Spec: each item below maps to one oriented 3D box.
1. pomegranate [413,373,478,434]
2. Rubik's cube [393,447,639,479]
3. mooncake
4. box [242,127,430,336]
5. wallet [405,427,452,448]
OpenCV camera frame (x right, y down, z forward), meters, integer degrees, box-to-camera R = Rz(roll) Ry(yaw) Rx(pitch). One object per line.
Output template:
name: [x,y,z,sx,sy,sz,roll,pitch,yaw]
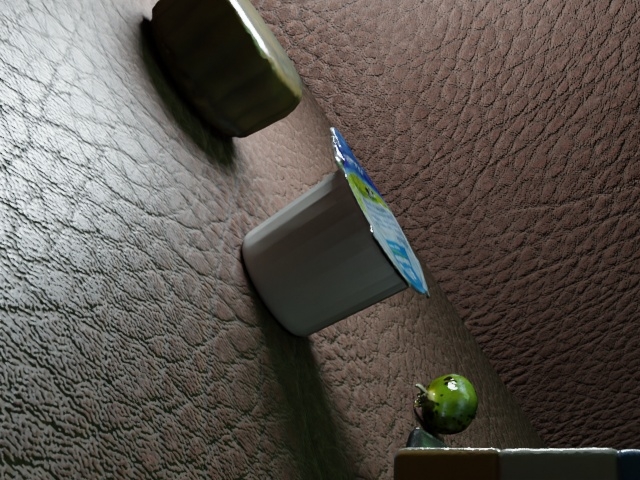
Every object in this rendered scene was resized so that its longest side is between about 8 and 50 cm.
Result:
pomegranate: [0.240,0.320,1.798,0.161,0.122,0.122,21,31,-27]
Rubik's cube: [0.283,0.405,0.951,0.346,0.347,0.344,37,50,-57]
mooncake: [-0.162,-0.320,1.567,0.290,0.161,0.290,55,11,-16]
box: [0.000,0.000,1.352,0.291,0.206,0.262,62,11,16]
wallet: [0.147,0.367,1.189,0.124,0.025,0.244,32,44,-7]
